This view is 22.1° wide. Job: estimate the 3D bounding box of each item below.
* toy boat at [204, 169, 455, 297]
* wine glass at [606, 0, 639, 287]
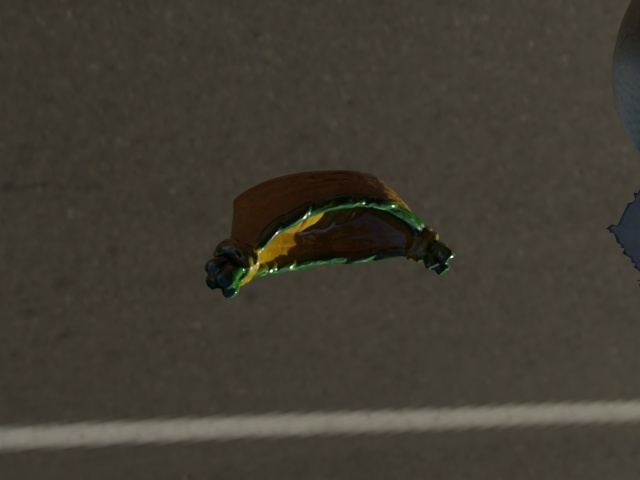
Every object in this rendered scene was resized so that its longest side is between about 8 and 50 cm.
[{"bbox_3d":[0.000,0.000,1.256,0.229,0.088,0.089,-4,142,-35],"label":"toy boat"},{"bbox_3d":[0.342,-0.109,1.292,0.238,0.323,0.238,4,124,6],"label":"wine glass"}]
